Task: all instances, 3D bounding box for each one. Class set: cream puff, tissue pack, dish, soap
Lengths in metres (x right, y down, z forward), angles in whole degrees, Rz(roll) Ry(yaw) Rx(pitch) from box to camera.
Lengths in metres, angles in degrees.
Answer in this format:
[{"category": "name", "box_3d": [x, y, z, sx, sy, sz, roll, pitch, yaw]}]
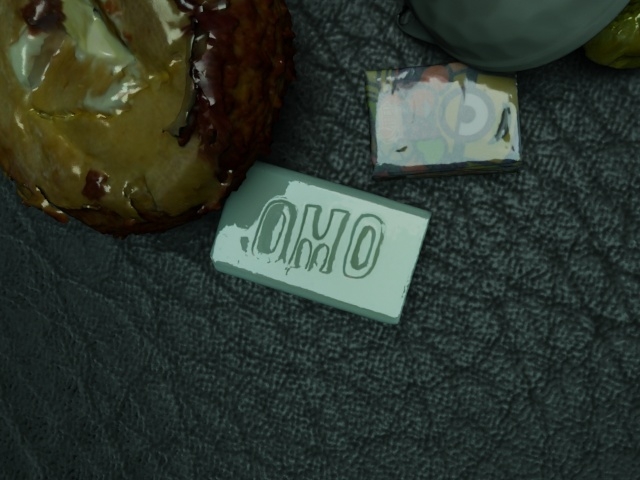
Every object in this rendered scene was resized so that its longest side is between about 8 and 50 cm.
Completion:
[{"category": "cream puff", "box_3d": [-0.172, -0.173, 0.847, 0.350, 0.228, 0.350, 6, 103, 25]}, {"category": "tissue pack", "box_3d": [0.120, -0.117, 0.893, 0.148, 0.060, 0.109, -4, 88, 9]}, {"category": "cream puff", "box_3d": [0.289, -0.237, 0.838, 0.121, 0.156, 0.156, -7, 88, 25]}, {"category": "dish", "box_3d": [0.155, -0.297, 0.795, 0.303, 0.120, 0.303, -13, 71, 42]}, {"category": "soap", "box_3d": [0.000, 0.000, 0.904, 0.198, 0.066, 0.119, 17, 89, 8]}]
